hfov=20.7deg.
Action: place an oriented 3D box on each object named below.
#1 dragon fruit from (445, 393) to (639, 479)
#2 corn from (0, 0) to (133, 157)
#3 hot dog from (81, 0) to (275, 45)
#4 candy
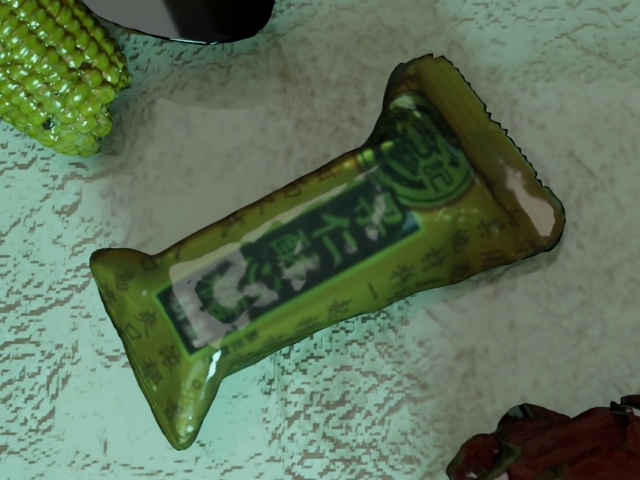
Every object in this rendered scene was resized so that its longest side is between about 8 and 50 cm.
[{"bbox_3d":[0.169,0.202,0.910,0.244,0.244,0.299,-29,44,1],"label":"dragon fruit"},{"bbox_3d":[-0.229,-0.165,1.049,0.293,0.106,0.106,41,86,-11],"label":"corn"},{"bbox_3d":[-0.134,-0.271,1.087,0.194,0.107,0.326,-2,85,-9],"label":"hot dog"},{"bbox_3d":[0.000,0.000,1.033,0.271,0.101,0.143,-29,84,-5],"label":"candy"}]
